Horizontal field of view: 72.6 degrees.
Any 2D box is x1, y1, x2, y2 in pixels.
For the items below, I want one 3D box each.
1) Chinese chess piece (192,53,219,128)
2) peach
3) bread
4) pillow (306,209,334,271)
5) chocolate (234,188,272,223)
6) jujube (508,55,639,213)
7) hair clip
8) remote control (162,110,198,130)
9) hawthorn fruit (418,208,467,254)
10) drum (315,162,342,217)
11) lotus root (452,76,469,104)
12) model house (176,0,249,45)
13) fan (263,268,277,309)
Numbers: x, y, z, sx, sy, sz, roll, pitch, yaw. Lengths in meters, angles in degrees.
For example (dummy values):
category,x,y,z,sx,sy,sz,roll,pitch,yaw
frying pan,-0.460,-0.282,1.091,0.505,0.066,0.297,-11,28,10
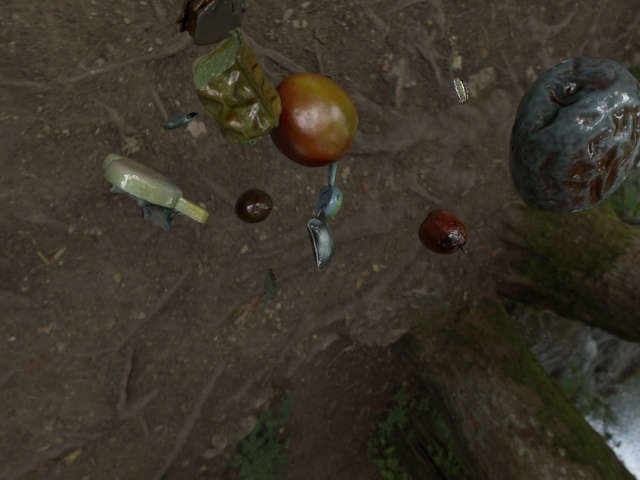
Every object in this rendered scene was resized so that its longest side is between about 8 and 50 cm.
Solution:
category,x,y,z,sx,sy,sz,roll,pitch,yaw
Chinese chess piece,-0.371,-0.539,1.591,0.102,0.273,0.273,-19,121,2
peach,-0.037,-0.414,1.491,0.332,0.308,0.308,24,107,-19
bread,-0.240,-0.427,1.264,0.238,0.196,0.252,-45,138,-1
pillow,0.002,0.000,1.062,0.055,0.091,0.136,-14,108,3
chocolate,-0.298,-0.149,1.885,0.176,0.177,0.177,-8,119,-14
jujube,0.512,-0.193,0.883,0.246,0.215,0.308,-47,140,-9
hair clip,-0.252,-0.064,0.669,0.159,0.218,0.071,28,81,2
remote control,-0.537,-0.460,1.661,0.097,0.256,0.045,-47,123,-26
hawthorn fruit,0.197,-0.013,0.703,0.077,0.077,0.077,-8,119,-14
drum,0.047,-0.205,1.574,0.049,0.130,0.254,19,79,-28
lotus root,0.438,-0.465,1.348,0.037,0.030,0.083,-18,97,23
model house,-0.396,-0.827,1.546,0.219,0.229,0.200,-21,140,-36
fan,-0.098,0.096,0.824,0.004,0.056,0.083,4,115,-30
